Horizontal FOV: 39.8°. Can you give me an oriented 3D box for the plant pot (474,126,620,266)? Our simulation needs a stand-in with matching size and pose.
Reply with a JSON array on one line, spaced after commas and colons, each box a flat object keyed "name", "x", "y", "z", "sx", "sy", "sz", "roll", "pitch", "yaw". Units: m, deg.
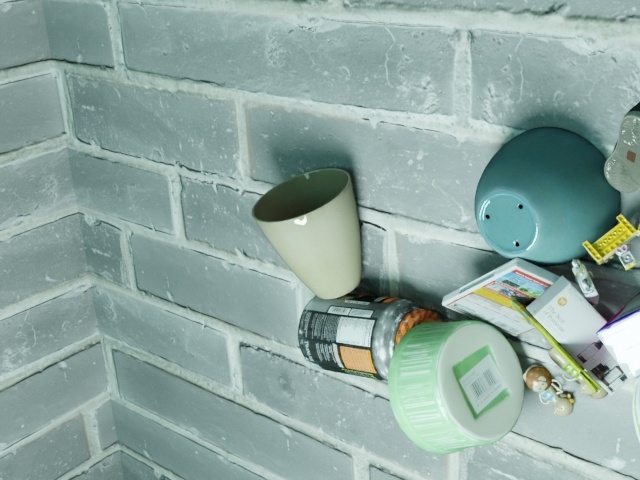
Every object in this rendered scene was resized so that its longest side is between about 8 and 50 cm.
[{"name": "plant pot", "x": 0.426, "y": -0.065, "z": 1.786, "sx": 0.290, "sy": 0.195, "sz": 0.290, "roll": 20, "pitch": 122, "yaw": 35}]

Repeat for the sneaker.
[{"name": "sneaker", "x": 0.605, "y": -0.185, "z": 1.650, "sx": 0.083, "sy": 0.118, "sz": 0.222, "roll": 35, "pitch": 155, "yaw": 23}]

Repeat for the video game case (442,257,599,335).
[{"name": "video game case", "x": 0.416, "y": 0.126, "z": 1.877, "sx": 0.204, "sy": 0.025, "sz": 0.285, "roll": 23, "pitch": 153, "yaw": -15}]

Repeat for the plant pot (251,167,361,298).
[{"name": "plant pot", "x": 0.000, "y": 0.000, "z": 2.206, "sx": 0.257, "sy": 0.256, "sz": 0.274, "roll": 2, "pitch": 125, "yaw": 42}]

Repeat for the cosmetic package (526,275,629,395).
[{"name": "cosmetic package", "x": 0.526, "y": 0.188, "z": 1.745, "sx": 0.239, "sy": 0.060, "sz": 0.099, "roll": 44, "pitch": 97, "yaw": -11}]

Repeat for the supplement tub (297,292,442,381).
[{"name": "supplement tub", "x": 0.126, "y": 0.239, "z": 2.200, "sx": 0.338, "sy": 0.207, "sz": 0.207, "roll": 4, "pitch": 112, "yaw": 42}]

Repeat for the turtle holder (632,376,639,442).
[{"name": "turtle holder", "x": 0.727, "y": 0.312, "z": 1.652, "sx": 0.227, "sy": 0.243, "sz": 0.320, "roll": 63, "pitch": 155, "yaw": 26}]

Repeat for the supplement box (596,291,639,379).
[{"name": "supplement box", "x": 0.638, "y": 0.155, "z": 1.675, "sx": 0.114, "sy": 0.220, "sz": 0.111, "roll": 56, "pitch": 136, "yaw": 6}]

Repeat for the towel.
[{"name": "towel", "x": 0.467, "y": 0.208, "z": 1.780, "sx": 0.021, "sy": 0.102, "sz": 0.237, "roll": -45, "pitch": 41, "yaw": 8}]

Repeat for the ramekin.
[{"name": "ramekin", "x": 0.314, "y": 0.322, "z": 1.983, "sx": 0.148, "sy": 0.303, "sz": 0.303, "roll": -22, "pitch": 94, "yaw": 53}]

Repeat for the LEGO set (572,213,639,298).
[{"name": "LEGO set", "x": 0.627, "y": 0.017, "z": 1.706, "sx": 0.287, "sy": 0.107, "sz": 0.132, "roll": -19, "pitch": 66, "yaw": 18}]

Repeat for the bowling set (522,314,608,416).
[{"name": "bowling set", "x": 0.522, "y": 0.307, "z": 1.879, "sx": 0.154, "sy": 0.200, "sz": 0.287, "roll": 46, "pitch": 138, "yaw": 14}]
